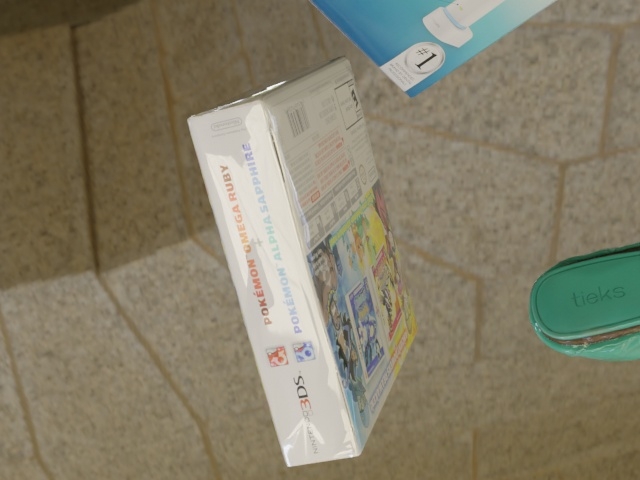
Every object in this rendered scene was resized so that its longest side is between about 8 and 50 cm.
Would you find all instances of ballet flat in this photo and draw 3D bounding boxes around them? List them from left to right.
[{"bbox_3d":[0.253,0.024,0.740,0.247,0.087,0.083,-13,-106,26],"label":"ballet flat"}]

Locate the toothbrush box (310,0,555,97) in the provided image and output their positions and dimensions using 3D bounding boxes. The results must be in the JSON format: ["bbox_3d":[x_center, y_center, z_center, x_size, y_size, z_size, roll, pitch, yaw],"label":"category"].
[{"bbox_3d":[0.116,-0.285,0.939,0.295,0.216,0.126,-33,-143,27],"label":"toothbrush box"}]

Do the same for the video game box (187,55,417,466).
[{"bbox_3d":[0.000,0.000,0.681,0.048,0.187,0.205,-14,-170,16],"label":"video game box"}]
